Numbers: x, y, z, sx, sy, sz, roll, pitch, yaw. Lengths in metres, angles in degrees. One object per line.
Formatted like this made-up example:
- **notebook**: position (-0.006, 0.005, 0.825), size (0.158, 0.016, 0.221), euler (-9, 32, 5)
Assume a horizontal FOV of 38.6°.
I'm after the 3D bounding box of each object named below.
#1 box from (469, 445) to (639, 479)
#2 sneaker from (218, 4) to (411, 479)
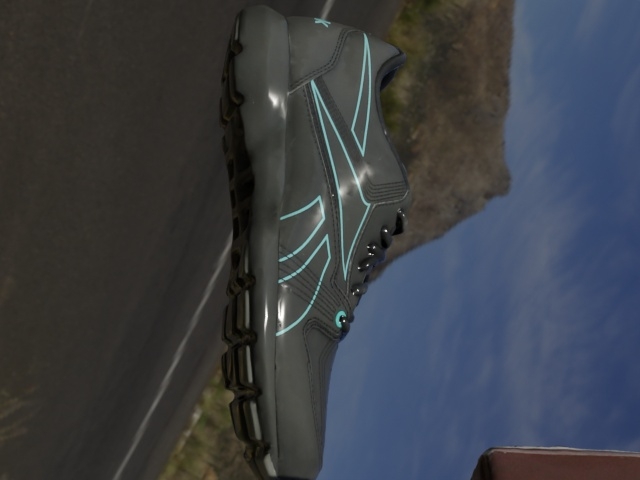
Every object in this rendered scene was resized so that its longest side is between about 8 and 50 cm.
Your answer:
- **box**: position (0.134, 0.203, 0.320), size (0.203, 0.167, 0.168), euler (-89, -177, -47)
- **sneaker**: position (0.000, 0.000, 0.496), size (0.101, 0.106, 0.267), euler (147, -56, -73)
